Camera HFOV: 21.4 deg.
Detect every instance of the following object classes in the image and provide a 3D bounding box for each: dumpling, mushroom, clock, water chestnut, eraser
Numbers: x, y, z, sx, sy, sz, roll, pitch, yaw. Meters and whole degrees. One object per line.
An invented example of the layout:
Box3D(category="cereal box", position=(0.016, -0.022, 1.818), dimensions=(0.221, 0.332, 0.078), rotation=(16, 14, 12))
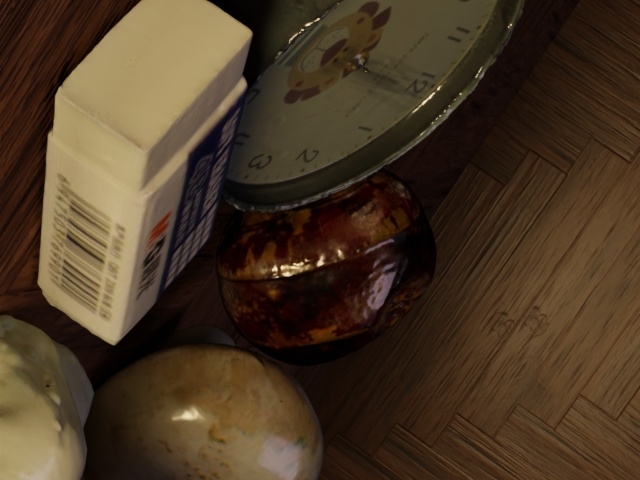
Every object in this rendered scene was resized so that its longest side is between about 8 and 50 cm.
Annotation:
Box3D(category="dumpling", position=(-0.233, 0.128, 1.186), dimensions=(0.229, 0.124, 0.151), rotation=(-51, 136, -58))
Box3D(category="mushroom", position=(-0.117, 0.176, 1.687), dimensions=(0.243, 0.243, 0.243), rotation=(-53, 171, -12))
Box3D(category="clock", position=(0.025, -0.141, 1.320), dimensions=(0.312, 0.061, 0.312), rotation=(-31, 158, -14))
Box3D(category="water chestnut", position=(0.000, 0.000, 1.657), dimensions=(0.223, 0.238, 0.224), rotation=(-21, -164, 6))
Box3D(category="eraser", position=(-0.124, -0.044, 1.160), dimensions=(0.124, 0.081, 0.279), rotation=(-50, 170, -29))
